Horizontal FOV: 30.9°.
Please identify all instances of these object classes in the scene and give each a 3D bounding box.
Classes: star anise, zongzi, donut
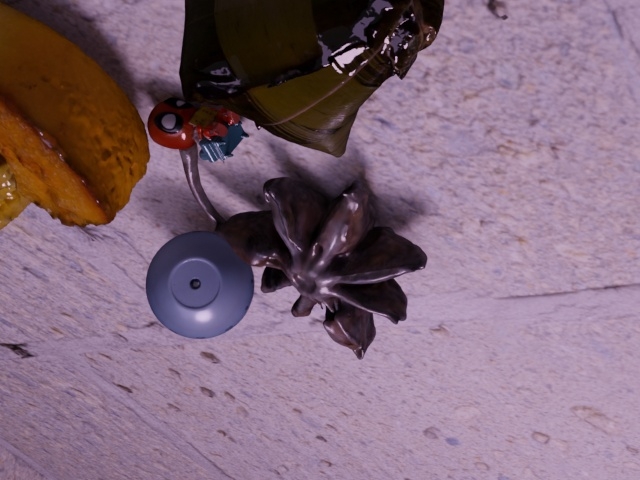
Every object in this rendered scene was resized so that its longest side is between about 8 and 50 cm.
[{"bbox_3d":[0.000,0.000,1.551,0.316,0.139,0.359,-6,123,29],"label":"star anise"},{"bbox_3d":[0.044,-0.185,1.239,0.289,0.154,0.317,-6,157,35],"label":"zongzi"},{"bbox_3d":[-0.431,-0.176,1.514,0.435,0.163,0.378,3,139,43],"label":"donut"}]

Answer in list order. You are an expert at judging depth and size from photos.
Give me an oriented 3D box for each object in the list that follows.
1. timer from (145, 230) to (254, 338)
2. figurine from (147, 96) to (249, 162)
[{"bbox_3d":[-0.166,0.050,1.737,0.175,0.255,0.175,3,108,10],"label":"timer"},{"bbox_3d":[-0.162,-0.144,1.487,0.140,0.068,0.075,11,145,33],"label":"figurine"}]
